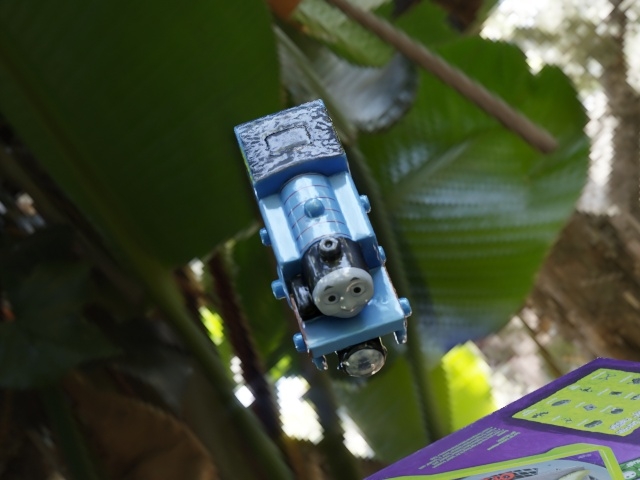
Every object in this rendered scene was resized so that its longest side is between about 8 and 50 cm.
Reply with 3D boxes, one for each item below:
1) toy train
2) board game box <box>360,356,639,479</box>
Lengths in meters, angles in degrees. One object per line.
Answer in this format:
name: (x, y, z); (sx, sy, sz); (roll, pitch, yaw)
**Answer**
toy train: (0.000, 0.000, 0.953); (0.080, 0.184, 0.105); (-19, -43, 0)
board game box: (0.127, 0.138, 0.746); (0.347, 0.056, 0.208); (-19, 12, -42)
